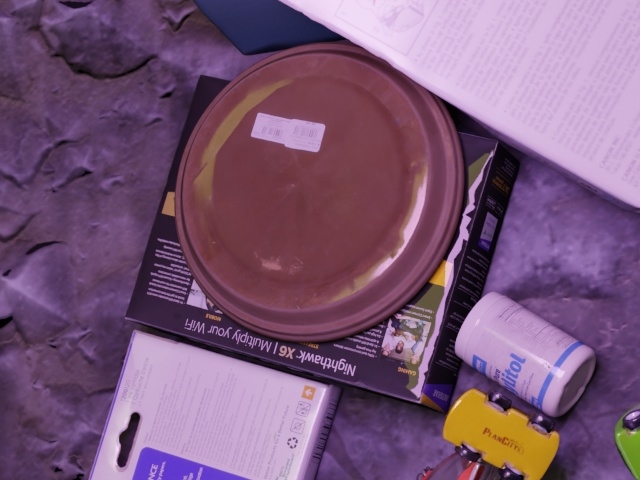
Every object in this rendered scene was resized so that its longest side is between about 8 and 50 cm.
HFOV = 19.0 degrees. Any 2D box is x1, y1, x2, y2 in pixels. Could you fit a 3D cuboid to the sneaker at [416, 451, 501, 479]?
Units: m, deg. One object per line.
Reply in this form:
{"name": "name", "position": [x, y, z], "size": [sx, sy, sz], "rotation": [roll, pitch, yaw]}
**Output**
{"name": "sneaker", "position": [0.114, 0.206, 1.671], "size": [0.065, 0.061, 0.158], "rotation": [26, 88, 31]}

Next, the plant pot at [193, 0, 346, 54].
{"name": "plant pot", "position": [-0.044, -0.292, 1.747], "size": [0.165, 0.234, 0.166], "rotation": [-7, 76, 19]}

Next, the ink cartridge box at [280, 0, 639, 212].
{"name": "ink cartridge box", "position": [0.189, -0.247, 1.654], "size": [0.385, 0.091, 0.308], "rotation": [30, 91, 3]}

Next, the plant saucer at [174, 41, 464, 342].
{"name": "plant saucer", "position": [-0.009, -0.048, 1.696], "size": [0.277, 0.041, 0.278], "rotation": [-5, 75, 21]}

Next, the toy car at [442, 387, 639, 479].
{"name": "toy car", "position": [0.237, 0.189, 1.607], "size": [0.225, 0.053, 0.239], "rotation": [-28, 101, -4]}

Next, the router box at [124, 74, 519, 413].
{"name": "router box", "position": [0.000, 0.000, 1.748], "size": [0.308, 0.081, 0.243], "rotation": [15, 84, 24]}

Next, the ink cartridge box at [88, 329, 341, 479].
{"name": "ink cartridge box", "position": [-0.106, 0.205, 1.763], "size": [0.208, 0.045, 0.206], "rotation": [15, 84, 23]}

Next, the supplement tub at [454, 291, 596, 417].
{"name": "supplement tub", "position": [0.179, 0.099, 1.662], "size": [0.107, 0.071, 0.071], "rotation": [31, 91, 25]}
